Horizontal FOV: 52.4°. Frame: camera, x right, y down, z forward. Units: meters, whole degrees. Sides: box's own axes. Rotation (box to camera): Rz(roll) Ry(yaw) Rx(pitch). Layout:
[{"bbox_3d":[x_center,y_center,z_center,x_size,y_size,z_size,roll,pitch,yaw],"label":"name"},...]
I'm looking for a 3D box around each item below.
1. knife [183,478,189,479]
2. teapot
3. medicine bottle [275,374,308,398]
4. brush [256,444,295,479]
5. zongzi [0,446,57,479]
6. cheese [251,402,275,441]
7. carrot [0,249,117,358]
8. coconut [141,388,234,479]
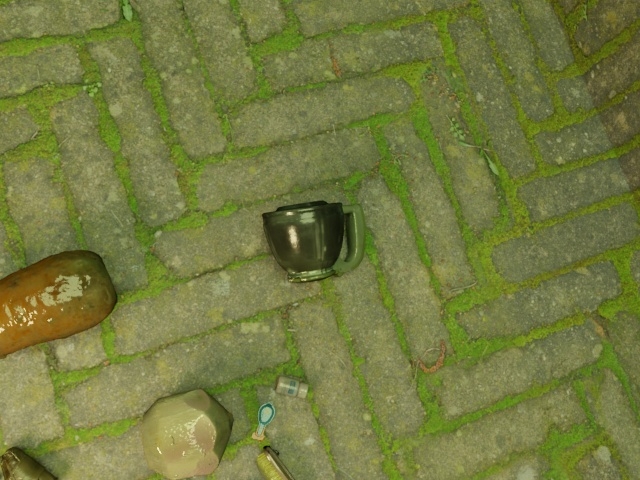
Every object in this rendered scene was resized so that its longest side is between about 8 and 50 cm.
[{"bbox_3d":[-0.355,0.719,1.764,0.078,0.022,0.166,-33,92,-18],"label":"knife"},{"bbox_3d":[-0.023,0.003,1.946,0.240,0.322,0.239,-6,95,25],"label":"teapot"},{"bbox_3d":[-0.083,0.426,1.881,0.089,0.052,0.052,17,74,-9],"label":"medicine bottle"},{"bbox_3d":[-0.076,0.711,1.818,0.067,0.072,0.312,-39,91,5],"label":"brush"},{"bbox_3d":[-0.788,0.637,1.661,0.160,0.078,0.176,38,80,5],"label":"zongzi"},{"bbox_3d":[-0.163,0.518,1.860,0.047,0.017,0.111,21,73,-4],"label":"cheese"},{"bbox_3d":[-0.720,0.160,1.709,0.341,0.224,0.224,-22,83,-18],"label":"carrot"},{"bbox_3d":[-0.342,0.509,1.717,0.231,0.227,0.226,-9,79,-5],"label":"coconut"}]
